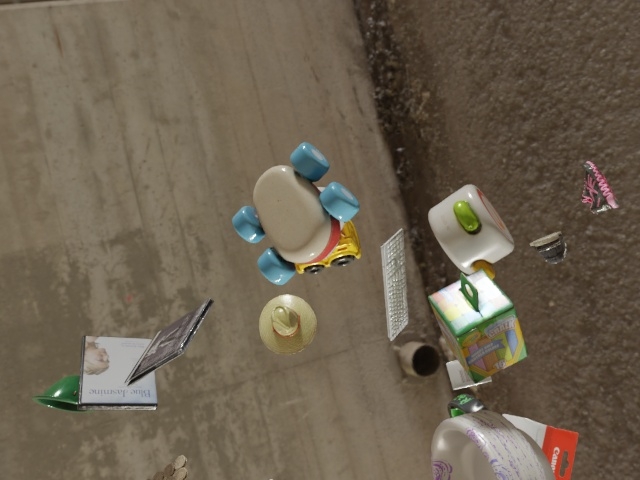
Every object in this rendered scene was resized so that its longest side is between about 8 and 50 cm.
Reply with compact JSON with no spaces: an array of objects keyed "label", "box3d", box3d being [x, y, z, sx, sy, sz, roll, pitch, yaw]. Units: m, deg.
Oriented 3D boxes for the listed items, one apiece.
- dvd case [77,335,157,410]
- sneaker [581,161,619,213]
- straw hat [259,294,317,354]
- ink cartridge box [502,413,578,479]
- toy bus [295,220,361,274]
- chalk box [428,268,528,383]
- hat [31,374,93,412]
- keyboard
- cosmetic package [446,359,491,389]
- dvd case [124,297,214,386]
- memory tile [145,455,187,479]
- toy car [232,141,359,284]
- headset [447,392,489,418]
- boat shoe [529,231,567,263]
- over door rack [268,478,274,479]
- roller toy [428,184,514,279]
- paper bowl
[{"label":"dvd case","box3d":[-0.511,0.330,1.456,0.253,0.180,0.022,-120,44,-54]},{"label":"sneaker","box3d":[0.525,-0.101,1.114,0.057,0.047,0.119,-36,43,33]},{"label":"straw hat","box3d":[-0.082,0.180,1.299,0.061,0.144,0.144,71,176,-63]},{"label":"ink cartridge box","box3d":[0.610,0.617,1.666,0.232,0.066,0.189,-15,52,62]},{"label":"toy bus","box3d":[0.000,0.000,1.775,0.211,0.220,0.149,53,-158,-70]},{"label":"chalk box","box3d":[0.315,0.160,1.172,0.213,0.132,0.132,61,-179,-36]},{"label":"hat","box3d":[-0.732,0.405,1.721,0.208,0.173,0.183,79,-164,-60]},{"label":"keyboard","box3d":[0.160,0.098,1.218,0.014,0.072,0.256,24,135,39]},{"label":"cosmetic package","box3d":[0.454,0.400,1.762,0.231,0.117,0.085,39,-144,-73]},{"label":"dvd case","box3d":[-0.341,0.231,1.303,0.221,0.164,0.018,-32,111,32]},{"label":"memory tile","box3d":[-0.393,0.625,1.457,0.012,0.148,0.113,50,-173,-35]},{"label":"toy car","box3d":[-0.006,-0.041,1.163,0.219,0.238,0.210,-45,62,20]},{"label":"headset","box3d":[0.445,0.582,1.460,0.394,0.185,0.243,53,166,12]},{"label":"boat shoe","box3d":[0.530,0.021,1.329,0.206,0.075,0.065,-2,-111,-68]},{"label":"over door rack","box3d":[-0.044,0.718,1.488,0.324,0.239,0.108,46,-121,-82]},{"label":"roller toy","box3d":[0.357,-0.021,1.388,0.209,0.146,0.191,48,-157,-17]},{"label":"paper bowl","box3d":[0.352,0.482,1.145,0.284,0.148,0.284,172,90,-69]}]
